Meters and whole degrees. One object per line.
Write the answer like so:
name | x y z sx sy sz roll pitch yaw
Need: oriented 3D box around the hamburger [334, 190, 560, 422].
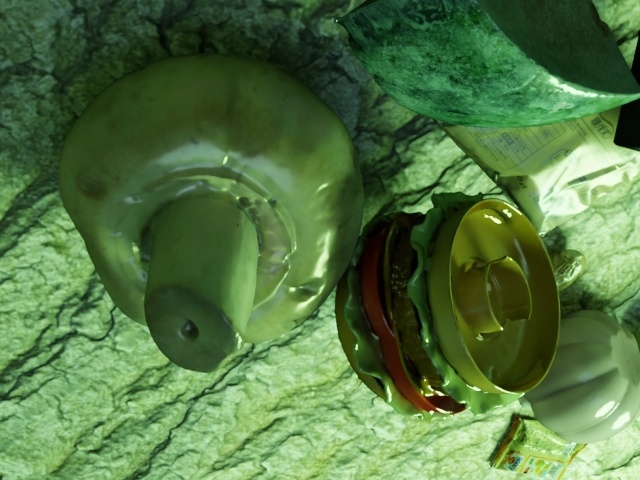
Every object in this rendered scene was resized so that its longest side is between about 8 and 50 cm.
hamburger | 0.137 0.081 2.016 0.212 0.274 0.274 -13 138 37

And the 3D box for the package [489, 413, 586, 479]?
package | 0.318 0.302 2.444 0.121 0.031 0.108 13 125 -15

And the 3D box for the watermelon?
watermelon | 0.191 -0.250 1.771 0.228 0.258 0.387 -2 165 40

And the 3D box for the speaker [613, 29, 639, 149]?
speaker | 0.401 -0.206 1.945 0.082 0.044 0.218 11 91 -29

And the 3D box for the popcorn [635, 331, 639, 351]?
popcorn | 0.474 0.155 2.309 0.109 0.097 0.089 -38 129 14

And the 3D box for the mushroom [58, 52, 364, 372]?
mushroom | -0.141 -0.029 1.900 0.325 0.353 0.353 34 125 14

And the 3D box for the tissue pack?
tissue pack | 0.266 -0.145 1.997 0.215 0.123 0.257 -36 129 15

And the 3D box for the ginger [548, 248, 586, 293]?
ginger | 0.205 0.072 2.199 0.294 0.086 0.131 -21 122 -5

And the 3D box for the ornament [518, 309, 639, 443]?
ornament | 0.346 0.185 2.260 0.177 0.177 0.177 -6 130 -7
